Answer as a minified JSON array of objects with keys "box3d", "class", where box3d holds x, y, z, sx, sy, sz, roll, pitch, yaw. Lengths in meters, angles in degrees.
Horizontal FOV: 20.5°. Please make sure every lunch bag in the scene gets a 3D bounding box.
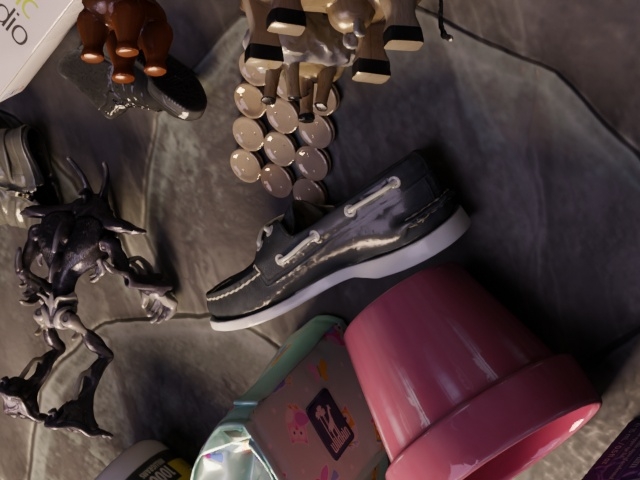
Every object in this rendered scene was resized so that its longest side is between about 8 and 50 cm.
[{"box3d":[-0.030,0.227,1.727,0.160,0.223,0.262,17,124,21],"class":"lunch bag"}]

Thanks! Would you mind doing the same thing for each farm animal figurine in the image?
[{"box3d":[-0.034,-0.244,1.413,0.330,0.327,0.172,-23,61,49],"class":"farm animal figurine"}]

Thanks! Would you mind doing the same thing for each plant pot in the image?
[{"box3d":[0.120,0.128,1.589,0.180,0.201,0.201,56,136,17],"class":"plant pot"}]

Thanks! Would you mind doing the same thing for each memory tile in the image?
[{"box3d":[-0.035,-0.104,1.674,0.113,0.012,0.148,25,129,23],"class":"memory tile"}]

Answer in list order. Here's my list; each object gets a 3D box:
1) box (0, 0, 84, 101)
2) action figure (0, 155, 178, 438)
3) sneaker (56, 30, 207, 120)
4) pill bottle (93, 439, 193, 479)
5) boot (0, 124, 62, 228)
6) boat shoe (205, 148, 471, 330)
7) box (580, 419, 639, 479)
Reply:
[{"box3d":[-0.312,-0.309,1.723,0.232,0.058,0.322,49,132,2],"class":"box"},{"box3d":[-0.247,0.058,1.837,0.164,0.141,0.275,10,85,24],"class":"action figure"},{"box3d":[-0.185,-0.150,1.734,0.170,0.051,0.089,40,133,17],"class":"sneaker"},{"box3d":[-0.115,0.383,1.911,0.334,0.188,0.188,37,132,13],"class":"pill bottle"},{"box3d":[-0.362,-0.116,1.879,0.161,0.083,0.246,0,122,29],"class":"boot"},{"box3d":[0.000,0.000,1.651,0.302,0.114,0.091,-24,101,31],"class":"boat shoe"},{"box3d":[0.336,0.230,1.505,0.207,0.153,0.108,-9,110,39],"class":"box"}]
